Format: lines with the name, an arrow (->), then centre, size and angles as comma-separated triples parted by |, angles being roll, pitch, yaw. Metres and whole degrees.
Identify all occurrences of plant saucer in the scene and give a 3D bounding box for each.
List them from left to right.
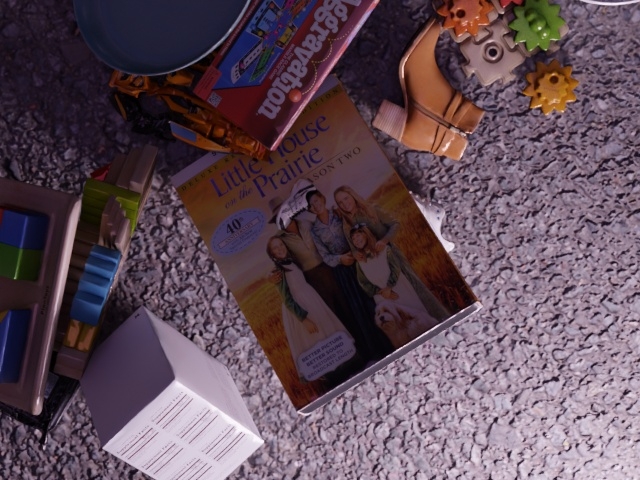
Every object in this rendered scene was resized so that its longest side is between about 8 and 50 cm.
plant saucer -> -0.218, -0.385, 1.571 | 0.318, 0.044, 0.317 | -6, 77, 25

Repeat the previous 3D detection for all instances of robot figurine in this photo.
robot figurine -> -0.186, -0.237, 1.620 | 0.291, 0.085, 0.211 | 22, 92, 13

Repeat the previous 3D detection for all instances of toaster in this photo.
toaster -> -0.451, 0.197, 1.700 | 0.168, 0.110, 0.185 | 29, 97, -2

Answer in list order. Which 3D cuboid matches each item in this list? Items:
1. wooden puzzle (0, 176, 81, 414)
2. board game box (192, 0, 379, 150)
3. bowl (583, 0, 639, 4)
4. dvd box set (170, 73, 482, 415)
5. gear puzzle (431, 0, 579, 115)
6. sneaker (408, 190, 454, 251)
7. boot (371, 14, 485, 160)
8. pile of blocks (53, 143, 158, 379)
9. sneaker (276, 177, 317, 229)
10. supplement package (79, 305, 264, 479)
wooden puzzle -> -0.516, 0.061, 1.601 | 0.348, 0.080, 0.322 | 14, 94, 33
board game box -> -0.044, -0.281, 1.515 | 0.145, 0.027, 0.281 | 37, 102, 7
bowl -> 0.417, -0.489, 1.581 | 0.298, 0.134, 0.297 | 0, 98, 1
dvd box set -> 0.000, 0.000, 1.606 | 0.308, 0.062, 0.420 | -31, 71, 5
gear puzzle -> 0.276, -0.333, 1.649 | 0.175, 0.044, 0.339 | -33, 96, 5
sneaker -> 0.145, -0.050, 1.685 | 0.083, 0.071, 0.190 | -31, 104, -2
boot -> 0.183, -0.229, 1.654 | 0.152, 0.073, 0.197 | 24, 109, -1
pile of blocks -> -0.349, 0.016, 1.602 | 0.113, 0.149, 0.362 | 17, 74, -4
sneaker -> -0.034, -0.049, 1.576 | 0.037, 0.032, 0.083 | 26, 85, 18
supplement package -> -0.227, 0.246, 1.623 | 0.149, 0.194, 0.203 | -43, 128, 5
